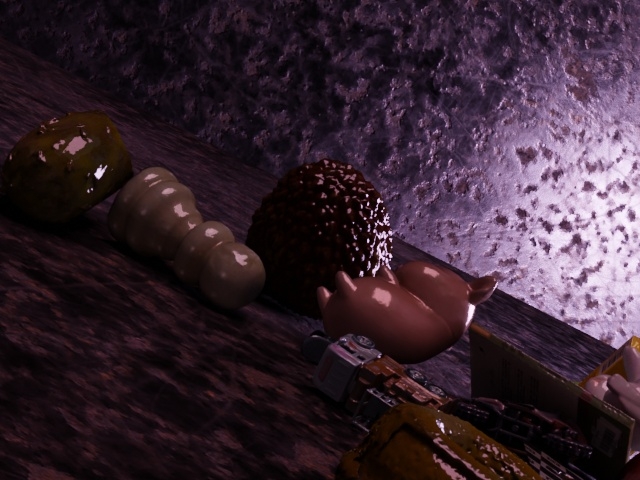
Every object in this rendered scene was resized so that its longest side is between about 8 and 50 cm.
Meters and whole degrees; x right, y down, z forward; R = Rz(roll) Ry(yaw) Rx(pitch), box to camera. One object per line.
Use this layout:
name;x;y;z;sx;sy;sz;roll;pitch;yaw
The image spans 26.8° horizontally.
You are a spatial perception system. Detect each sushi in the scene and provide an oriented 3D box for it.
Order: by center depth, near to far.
sushi;0.330;0.342;1.733;0.192;0.040;0.210;34;5;-1

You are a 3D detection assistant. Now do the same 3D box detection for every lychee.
lychee;0.000;0.000;2.109;0.235;0.271;0.236;6;30;-4

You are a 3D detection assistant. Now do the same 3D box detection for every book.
book;0.337;0.250;1.993;0.289;0.026;0.201;33;-27;29

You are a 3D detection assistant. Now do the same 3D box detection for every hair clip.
hair clip;0.079;0.193;1.861;0.229;0.039;0.070;29;7;5

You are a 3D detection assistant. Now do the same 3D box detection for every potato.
potato;-0.353;-0.112;1.921;0.298;0.176;0.141;-58;126;-74

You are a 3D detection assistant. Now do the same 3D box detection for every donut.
donut;0.159;0.266;1.427;0.272;0.107;0.272;28;9;-5

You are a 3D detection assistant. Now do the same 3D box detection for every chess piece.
chess piece;-0.180;0.007;1.928;0.243;0.133;0.133;36;11;26

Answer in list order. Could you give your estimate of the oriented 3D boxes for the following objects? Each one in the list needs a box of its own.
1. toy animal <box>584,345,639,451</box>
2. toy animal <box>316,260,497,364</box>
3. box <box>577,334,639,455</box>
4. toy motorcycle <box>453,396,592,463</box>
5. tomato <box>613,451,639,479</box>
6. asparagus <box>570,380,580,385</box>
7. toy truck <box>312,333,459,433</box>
toy animal;0.441;0.247;2.017;0.138;0.140;0.282;65;-21;-3
toy animal;0.124;0.109;1.997;0.250;0.154;0.166;-10;-13;-30
box;0.498;0.258;2.166;0.152;0.269;0.043;28;53;-5
toy motorcycle;0.291;0.272;1.912;0.212;0.084;0.118;17;0;28
tomato;0.409;0.323;1.511;0.184;0.208;0.208;34;11;40
asparagus;0.451;0.281;2.429;0.067;0.060;0.277;44;17;31
toy truck;0.069;0.194;1.694;0.177;0.080;0.115;32;19;23
